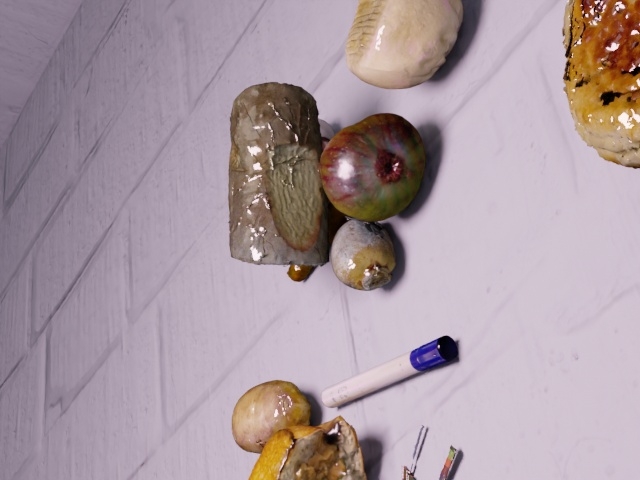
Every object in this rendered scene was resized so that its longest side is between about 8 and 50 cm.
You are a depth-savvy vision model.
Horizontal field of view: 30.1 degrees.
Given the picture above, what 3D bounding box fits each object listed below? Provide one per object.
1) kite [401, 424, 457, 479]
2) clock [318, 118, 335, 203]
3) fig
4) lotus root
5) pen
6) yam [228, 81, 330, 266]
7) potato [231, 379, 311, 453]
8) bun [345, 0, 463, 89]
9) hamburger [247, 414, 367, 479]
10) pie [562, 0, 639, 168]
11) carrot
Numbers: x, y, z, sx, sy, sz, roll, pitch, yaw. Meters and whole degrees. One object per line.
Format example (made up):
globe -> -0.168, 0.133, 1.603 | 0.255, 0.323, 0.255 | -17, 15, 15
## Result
kite -> 0.130, 0.311, 1.371 | 0.183, 0.010, 0.160 | 35, 110, 64
clock -> -0.032, -0.093, 1.800 | 0.166, 0.093, 0.162 | -57, 29, 28
fig -> 0.054, -0.108, 1.625 | 0.245, 0.149, 0.149 | -149, 78, -73
lotus root -> 0.054, 0.012, 1.602 | 0.088, 0.088, 0.165 | -62, 18, 20
pen -> 0.081, 0.171, 1.511 | 0.269, 0.033, 0.033 | -33, 48, 51
yam -> -0.060, -0.075, 1.640 | 0.154, 0.154, 0.254 | -24, 67, 55
potato -> -0.069, 0.251, 1.686 | 0.170, 0.080, 0.107 | -24, 47, 51
bun -> 0.115, -0.287, 1.608 | 0.193, 0.128, 0.178 | -149, 77, -73
hamburger -> -0.032, 0.348, 1.510 | 0.156, 0.144, 0.283 | -164, 92, -72
pie -> 0.339, -0.205, 1.197 | 0.308, 0.085, 0.308 | -35, 47, 48
carrot -> 0.000, 0.000, 1.746 | 0.171, 0.042, 0.042 | -56, 32, 35
